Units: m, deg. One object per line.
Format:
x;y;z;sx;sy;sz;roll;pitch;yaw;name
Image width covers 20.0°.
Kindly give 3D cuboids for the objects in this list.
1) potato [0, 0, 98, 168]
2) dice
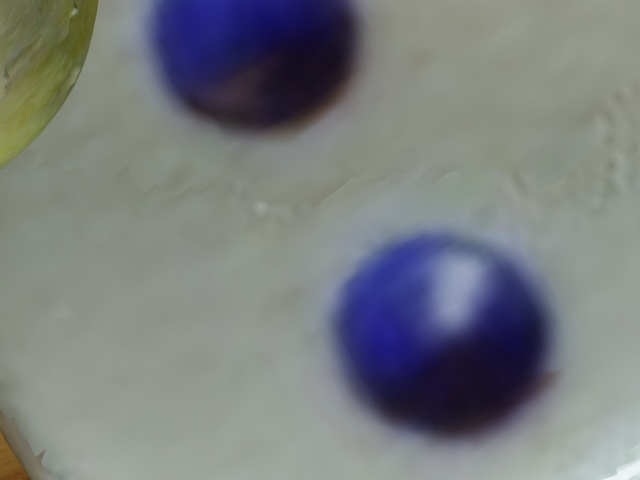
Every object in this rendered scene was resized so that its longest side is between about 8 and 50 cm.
-0.155;-0.080;0.456;0.191;0.141;0.296;-9;172;-2;potato
0.000;0.000;0.778;0.304;0.304;0.277;-31;173;-9;dice
